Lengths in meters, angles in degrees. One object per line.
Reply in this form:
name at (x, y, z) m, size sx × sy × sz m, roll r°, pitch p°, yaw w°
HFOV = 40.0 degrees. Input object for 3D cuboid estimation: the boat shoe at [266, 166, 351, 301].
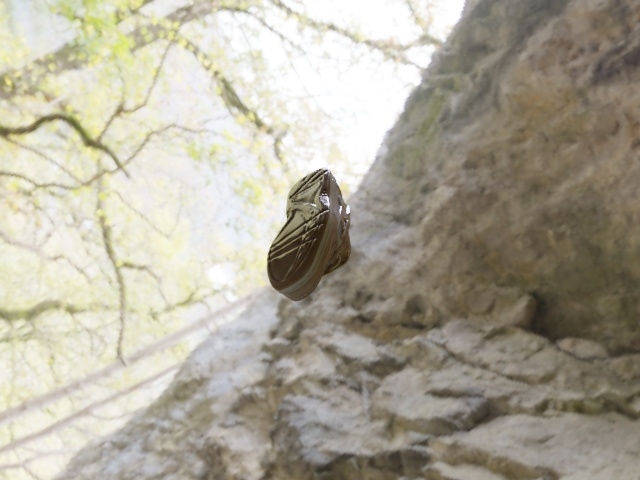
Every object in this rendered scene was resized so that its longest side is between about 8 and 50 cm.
boat shoe at (0.000, 0.000, 0.739) m, size 0.059 × 0.063 × 0.170 m, roll 51°, pitch 27°, yaw -23°
